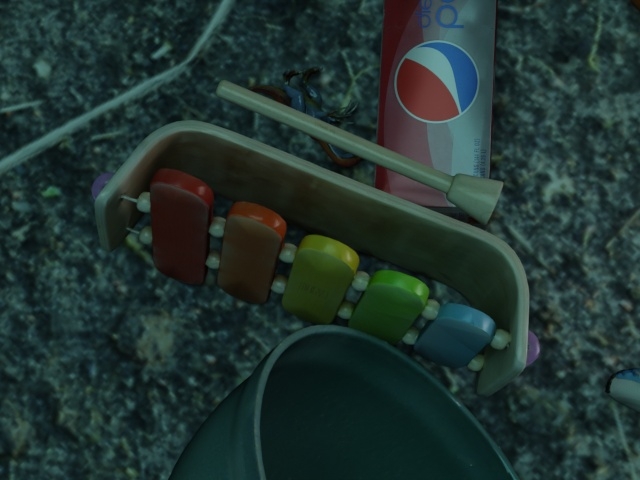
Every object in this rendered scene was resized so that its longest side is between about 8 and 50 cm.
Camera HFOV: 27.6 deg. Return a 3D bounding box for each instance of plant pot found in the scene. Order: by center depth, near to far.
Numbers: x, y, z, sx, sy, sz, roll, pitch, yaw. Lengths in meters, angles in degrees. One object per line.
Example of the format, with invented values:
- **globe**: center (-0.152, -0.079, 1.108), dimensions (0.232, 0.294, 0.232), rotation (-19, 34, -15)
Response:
- **plant pot**: center (0.000, 0.229, 0.830), dimensions (0.196, 0.293, 0.293), rotation (-38, 77, 26)

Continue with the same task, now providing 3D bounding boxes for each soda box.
- **soda box**: center (0.088, -0.143, 0.956), dimensions (0.083, 0.092, 0.263), rotation (2, 81, 8)

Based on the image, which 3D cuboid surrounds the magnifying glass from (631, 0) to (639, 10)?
- **magnifying glass**: center (0.192, -0.242, 0.972), dimensions (0.026, 0.092, 0.231), rotation (-43, 89, -5)

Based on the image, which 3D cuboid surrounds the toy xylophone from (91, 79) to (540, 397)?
- **toy xylophone**: center (0.000, 0.000, 0.877), dimensions (0.323, 0.236, 0.081), rotation (19, 71, 8)

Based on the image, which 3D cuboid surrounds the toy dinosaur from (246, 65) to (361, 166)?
- **toy dinosaur**: center (-0.001, -0.092, 0.996), dimensions (0.090, 0.047, 0.082), rotation (-16, 87, 37)

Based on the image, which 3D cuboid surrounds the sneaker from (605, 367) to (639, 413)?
- **sneaker**: center (0.279, 0.154, 0.899), dimensions (0.191, 0.071, 0.083), rotation (27, 90, 10)
